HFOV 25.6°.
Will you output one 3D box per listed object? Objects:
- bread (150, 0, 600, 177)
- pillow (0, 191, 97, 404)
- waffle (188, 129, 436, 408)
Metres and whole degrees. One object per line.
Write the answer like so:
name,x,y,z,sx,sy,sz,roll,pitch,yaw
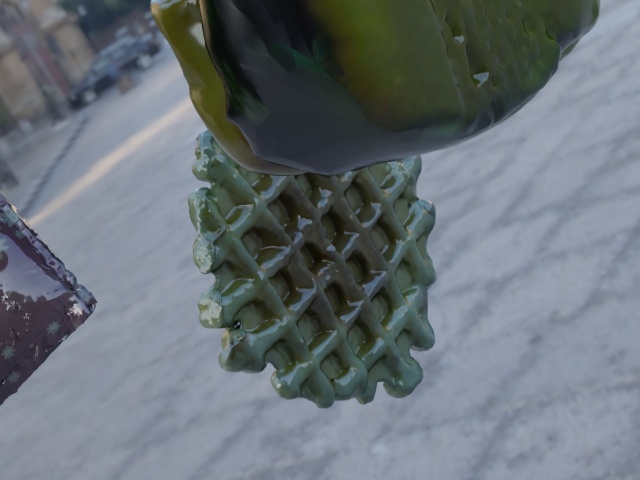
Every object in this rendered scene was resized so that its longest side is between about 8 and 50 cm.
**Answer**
bread,-0.007,-0.215,0.772,0.251,0.376,0.208,-33,13,-35
pillow,-0.206,0.007,0.738,0.118,0.185,0.043,-44,-20,5
waffle,0.000,0.000,1.280,0.292,0.309,0.056,9,-19,-43
